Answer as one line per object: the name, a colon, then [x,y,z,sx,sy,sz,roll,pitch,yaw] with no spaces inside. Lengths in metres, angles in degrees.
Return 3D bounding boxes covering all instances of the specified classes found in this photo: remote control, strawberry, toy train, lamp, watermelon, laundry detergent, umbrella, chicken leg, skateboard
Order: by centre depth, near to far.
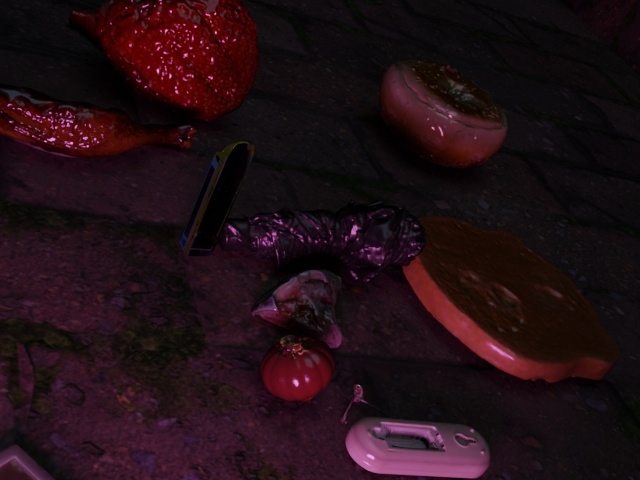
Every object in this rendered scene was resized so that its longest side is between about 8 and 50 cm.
lamp: [-0.029,0.168,1.228,0.101,0.090,0.101,-10,25,5]
remote control: [0.135,0.274,1.240,0.221,0.042,0.078,9,35,-26]
skateboard: [0.071,0.239,1.260,0.083,0.032,0.064,27,41,3]
toy train: [-0.152,-0.070,1.364,0.044,0.209,0.042,-1,40,-38]
watermelon: [-0.004,0.096,1.376,0.139,0.071,0.187,47,36,22]
umbrella: [0.007,0.005,1.472,0.336,0.128,0.154,-5,20,-30]
chicken leg: [-0.373,-0.181,1.486,0.406,0.096,0.158,7,18,-33]
strawberry: [-0.251,-0.346,1.689,0.238,0.250,0.288,-42,109,-30]
laundry detergent: [-0.413,-0.408,1.823,0.165,0.049,0.097,19,36,-9]

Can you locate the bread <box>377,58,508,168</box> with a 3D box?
bread: [0.260,-0.270,2.022,0.305,0.159,0.306,17,35,-12]

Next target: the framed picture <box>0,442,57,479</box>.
framed picture: [-0.275,0.329,0.875,0.273,0.016,0.216,38,32,16]

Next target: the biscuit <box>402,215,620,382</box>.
biscuit: [0.313,0.099,1.611,0.364,0.062,0.385,5,37,-32]
